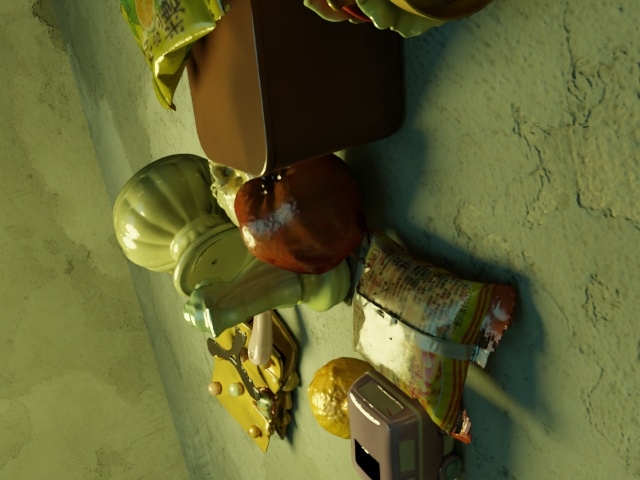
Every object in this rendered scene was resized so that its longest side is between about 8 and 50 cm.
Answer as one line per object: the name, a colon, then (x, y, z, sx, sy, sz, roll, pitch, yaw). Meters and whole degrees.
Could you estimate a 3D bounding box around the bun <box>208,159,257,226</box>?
bun: (-0.138, -0.137, 1.153, 0.287, 0.146, 0.287, 37, 135, 48)

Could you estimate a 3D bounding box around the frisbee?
frisbee: (-0.197, 0.272, 1.406, 0.211, 0.012, 0.187, 44, 137, 22)

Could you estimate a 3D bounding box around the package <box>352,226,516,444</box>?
package: (0.129, 0.122, 0.846, 0.288, 0.108, 0.223, 32, 119, 55)

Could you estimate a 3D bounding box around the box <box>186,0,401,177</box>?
box: (-0.045, -0.287, 0.817, 0.239, 0.229, 0.339, 25, 127, 55)

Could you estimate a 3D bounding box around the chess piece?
chess piece: (-0.108, 0.083, 1.060, 0.176, 0.298, 0.175, 35, 135, 45)

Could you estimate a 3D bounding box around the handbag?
handbag: (-0.175, 0.333, 1.520, 0.283, 0.133, 0.401, 41, 137, 32)

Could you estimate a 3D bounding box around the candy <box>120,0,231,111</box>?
candy: (-0.198, -0.297, 0.756, 0.297, 0.081, 0.187, -29, 81, 61)

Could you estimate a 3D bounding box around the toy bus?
toy bus: (0.128, 0.310, 0.934, 0.142, 0.142, 0.202, 28, 129, 52)

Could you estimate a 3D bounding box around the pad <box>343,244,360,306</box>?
pad: (0.000, 0.000, 1.137, 0.235, 0.003, 0.158, 46, 142, 40)

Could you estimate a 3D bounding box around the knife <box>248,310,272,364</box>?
knife: (-0.125, 0.108, 1.321, 0.081, 0.043, 0.335, 180, 95, -65)

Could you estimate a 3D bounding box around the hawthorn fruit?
hawthorn fruit: (-0.008, -0.029, 0.963, 0.243, 0.207, 0.207, 41, 168, -31)

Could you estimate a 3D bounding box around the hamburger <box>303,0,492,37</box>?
hamburger: (0.061, -0.341, 0.555, 0.212, 0.274, 0.274, 30, 131, 43)

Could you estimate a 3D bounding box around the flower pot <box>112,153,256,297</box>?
flower pot: (-0.290, -0.017, 1.343, 0.244, 0.307, 0.307, 46, 143, 30)

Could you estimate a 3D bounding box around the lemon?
lemon: (0.048, 0.279, 1.063, 0.187, 0.142, 0.142, -165, 60, -80)
